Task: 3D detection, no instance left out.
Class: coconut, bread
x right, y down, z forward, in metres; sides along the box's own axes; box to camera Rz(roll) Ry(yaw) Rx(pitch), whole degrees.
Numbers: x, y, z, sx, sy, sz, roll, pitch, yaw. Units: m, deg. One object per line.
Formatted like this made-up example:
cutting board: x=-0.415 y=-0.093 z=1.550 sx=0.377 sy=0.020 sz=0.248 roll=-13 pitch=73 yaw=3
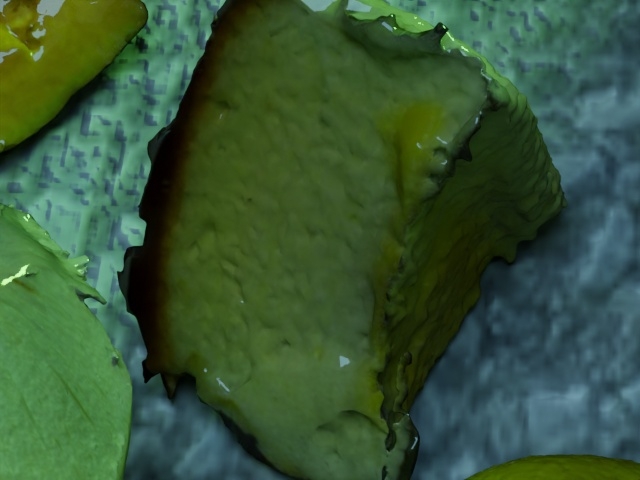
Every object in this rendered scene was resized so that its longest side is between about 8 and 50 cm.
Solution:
coconut: x=-0.157 y=0.087 z=0.664 sx=0.194 sy=0.194 sz=0.194 roll=-3 pitch=58 yaw=6
bread: x=0.000 y=0.000 z=0.719 sx=0.140 sy=0.169 sz=0.160 roll=29 pitch=81 yaw=21

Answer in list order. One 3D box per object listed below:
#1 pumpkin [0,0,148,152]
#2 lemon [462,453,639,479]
pumpkin: x=-0.202 y=-0.188 z=0.824 sx=0.139 sy=0.190 sz=0.280 roll=-35 pitch=61 yaw=-14
lemon: x=0.081 y=0.124 z=0.643 sx=0.133 sy=0.109 sz=0.109 roll=-6 pitch=58 yaw=-4
